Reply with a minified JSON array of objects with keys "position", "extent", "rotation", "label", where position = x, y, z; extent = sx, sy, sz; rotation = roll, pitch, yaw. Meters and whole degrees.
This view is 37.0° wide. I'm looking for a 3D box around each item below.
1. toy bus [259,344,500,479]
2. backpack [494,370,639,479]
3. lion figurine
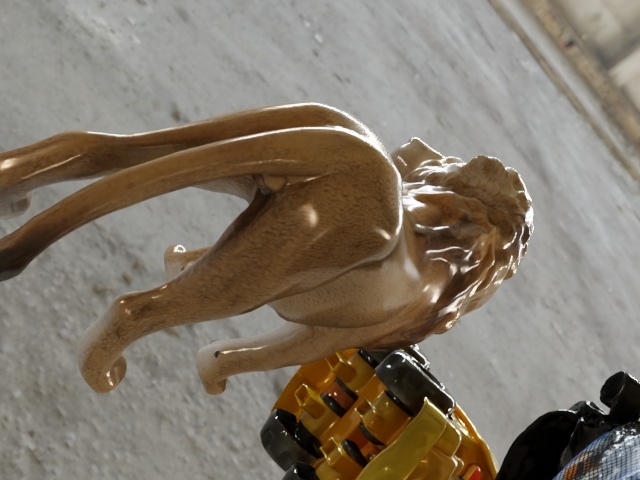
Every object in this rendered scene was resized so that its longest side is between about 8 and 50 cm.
[{"position":[0.075,0.186,0.789],"extent":[0.211,0.149,0.220],"rotation":[41,3,-17],"label":"toy bus"},{"position":[0.150,0.247,0.440],"extent":[0.277,0.263,0.213],"rotation":[62,-18,-7],"label":"backpack"},{"position":[0.000,0.000,0.536],"extent":[0.392,0.240,0.142],"rotation":[15,58,-77],"label":"lion figurine"}]
